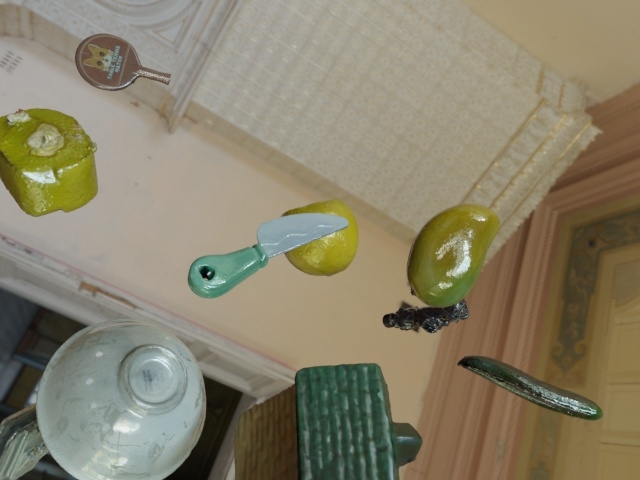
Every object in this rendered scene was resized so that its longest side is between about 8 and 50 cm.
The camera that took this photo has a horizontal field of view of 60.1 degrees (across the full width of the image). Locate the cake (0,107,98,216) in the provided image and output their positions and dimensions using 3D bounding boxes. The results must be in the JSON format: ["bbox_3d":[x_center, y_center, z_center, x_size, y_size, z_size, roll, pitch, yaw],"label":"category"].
[{"bbox_3d":[-0.572,-0.168,1.162,0.179,0.260,0.156,-28,145,-32],"label":"cake"}]

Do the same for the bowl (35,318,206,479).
[{"bbox_3d":[-0.315,0.261,0.978,0.146,0.313,0.313,-39,-153,41],"label":"bowl"}]

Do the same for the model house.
[{"bbox_3d":[0.051,0.418,0.873,0.342,0.334,0.382,-39,-135,36],"label":"model house"}]

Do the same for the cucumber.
[{"bbox_3d":[0.406,0.285,1.072,0.056,0.284,0.056,21,90,-81],"label":"cucumber"}]

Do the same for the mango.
[{"bbox_3d":[0.213,0.019,0.923,0.085,0.122,0.191,93,22,-80],"label":"mango"}]

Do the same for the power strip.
[{"bbox_3d":[-0.623,0.442,1.182,0.213,0.064,0.198,-61,171,15],"label":"power strip"}]

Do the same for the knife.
[{"bbox_3d":[-0.068,0.005,0.761,0.260,0.063,0.034,-27,160,-35],"label":"knife"}]

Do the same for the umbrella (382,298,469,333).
[{"bbox_3d":[0.245,0.188,1.331,0.224,0.080,0.071,-15,-98,41],"label":"umbrella"}]

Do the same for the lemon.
[{"bbox_3d":[0.000,0.000,1.622,0.240,0.240,0.219,-14,-89,69],"label":"lemon"}]

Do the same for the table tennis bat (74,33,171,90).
[{"bbox_3d":[-0.382,-0.318,1.077,0.119,0.170,0.107,164,-63,-70],"label":"table tennis bat"}]
